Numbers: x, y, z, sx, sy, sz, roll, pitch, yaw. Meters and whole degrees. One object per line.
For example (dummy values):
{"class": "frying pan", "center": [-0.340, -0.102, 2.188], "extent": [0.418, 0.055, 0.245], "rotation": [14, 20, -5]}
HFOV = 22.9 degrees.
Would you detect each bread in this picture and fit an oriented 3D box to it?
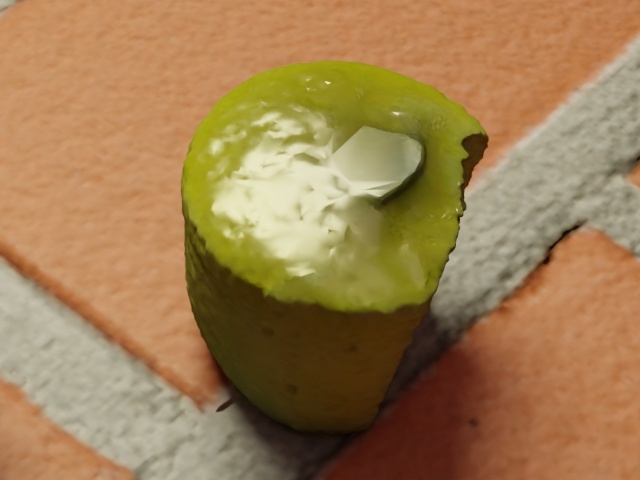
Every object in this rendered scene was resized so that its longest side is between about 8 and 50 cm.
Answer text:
{"class": "bread", "center": [0.000, 0.000, 0.623], "extent": [0.111, 0.114, 0.129], "rotation": [20, 48, 10]}
